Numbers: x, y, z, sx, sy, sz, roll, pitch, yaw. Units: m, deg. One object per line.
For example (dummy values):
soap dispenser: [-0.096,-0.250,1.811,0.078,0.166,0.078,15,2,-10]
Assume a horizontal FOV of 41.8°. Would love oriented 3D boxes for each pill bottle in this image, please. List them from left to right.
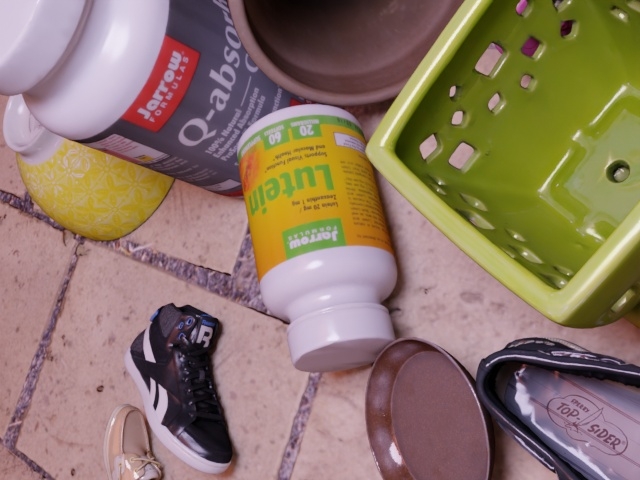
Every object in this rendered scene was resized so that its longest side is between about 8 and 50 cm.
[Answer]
pill bottle: [-0.183,-0.186,0.893,0.210,0.363,0.210,-12,71,37]
pill bottle: [0.000,0.000,0.840,0.136,0.136,0.245,-27,62,31]

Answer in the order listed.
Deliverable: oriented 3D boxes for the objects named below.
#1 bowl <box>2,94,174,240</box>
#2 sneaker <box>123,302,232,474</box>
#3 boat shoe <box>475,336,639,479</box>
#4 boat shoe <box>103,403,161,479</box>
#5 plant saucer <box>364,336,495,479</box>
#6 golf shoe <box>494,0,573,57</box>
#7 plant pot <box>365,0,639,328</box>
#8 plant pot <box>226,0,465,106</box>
bowl: [-0.333,-0.153,1.144,0.290,0.156,0.289,-12,71,37]
sneaker: [-0.147,0.150,0.953,0.217,0.079,0.121,45,108,39]
boat shoe: [0.254,0.163,0.601,0.340,0.113,0.127,36,101,40]
boat shoe: [-0.215,0.279,0.989,0.059,0.063,0.170,-9,81,35]
plant saucer: [0.100,0.169,0.749,0.168,0.029,0.168,8,99,56]
golf shoe: [0.269,-0.282,0.735,0.306,0.115,0.140,-39,43,19]
plant pot: [0.213,-0.072,0.641,0.227,0.207,0.228,-54,51,14]
plant pot: [0.014,-0.302,0.868,0.263,0.263,0.229,-49,35,18]
